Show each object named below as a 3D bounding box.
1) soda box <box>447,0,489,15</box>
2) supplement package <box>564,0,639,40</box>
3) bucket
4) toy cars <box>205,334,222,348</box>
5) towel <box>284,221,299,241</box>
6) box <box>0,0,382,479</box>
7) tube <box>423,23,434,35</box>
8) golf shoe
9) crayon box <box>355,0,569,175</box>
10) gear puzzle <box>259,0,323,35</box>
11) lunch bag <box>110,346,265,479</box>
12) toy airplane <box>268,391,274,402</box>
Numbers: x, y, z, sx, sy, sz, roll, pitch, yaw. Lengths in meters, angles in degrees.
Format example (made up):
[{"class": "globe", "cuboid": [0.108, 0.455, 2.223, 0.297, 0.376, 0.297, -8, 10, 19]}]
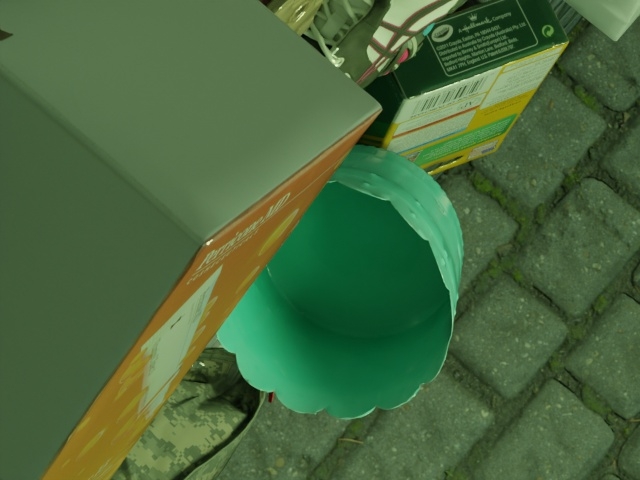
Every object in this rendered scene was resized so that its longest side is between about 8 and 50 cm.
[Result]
[{"class": "soda box", "cuboid": [0.268, -0.349, 2.222, 0.286, 0.091, 0.098, -48, 175, -22]}, {"class": "supplement package", "cuboid": [0.321, -0.380, 1.873, 0.262, 0.198, 0.199, -50, 175, -4]}, {"class": "bucket", "cuboid": [0.025, 0.036, 1.997, 0.281, 0.281, 0.183, -52, -178, 24]}, {"class": "toy cars", "cuboid": [-0.085, 0.076, 2.304, 0.176, 0.087, 0.393, -44, 172, -44]}, {"class": "towel", "cuboid": [-0.121, 0.078, 1.709, 0.237, 0.037, 0.329, -51, 179, 14]}, {"class": "box", "cuboid": [-0.156, 0.027, 0.997, 0.345, 0.168, 0.215, -54, 173, 33]}, {"class": "tube", "cuboid": [0.069, -0.230, 1.714, 0.080, 0.052, 0.207, -57, 168, 3]}, {"class": "golf shoe", "cuboid": [0.039, -0.186, 1.473, 0.120, 0.105, 0.273, -39, 170, -26]}, {"class": "crayon box", "cuboid": [0.139, -0.163, 2.110, 0.203, 0.083, 0.323, -21, 165, -16]}, {"class": "gear puzzle", "cuboid": [-0.123, -0.077, 1.253, 0.339, 0.044, 0.175, -44, 174, -27]}, {"class": "lunch bag", "cuboid": [-0.203, 0.256, 2.168, 0.287, 0.169, 0.235, -39, 168, -38]}, {"class": "toy airplane", "cuboid": [-0.062, 0.144, 2.192, 0.151, 0.028, 0.151, -173, -90, -67]}]
